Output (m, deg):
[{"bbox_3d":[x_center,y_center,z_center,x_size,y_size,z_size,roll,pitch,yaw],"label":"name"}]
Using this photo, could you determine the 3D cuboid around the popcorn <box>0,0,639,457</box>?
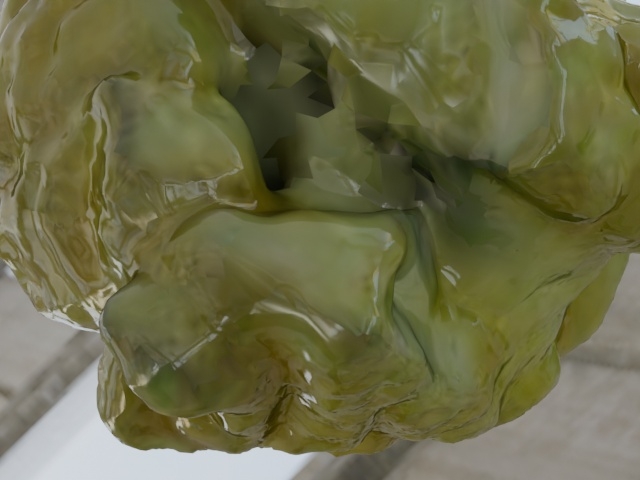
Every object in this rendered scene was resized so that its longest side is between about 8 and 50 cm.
[{"bbox_3d":[0.003,-0.033,0.425,0.187,0.185,0.167,-29,169,-6],"label":"popcorn"}]
